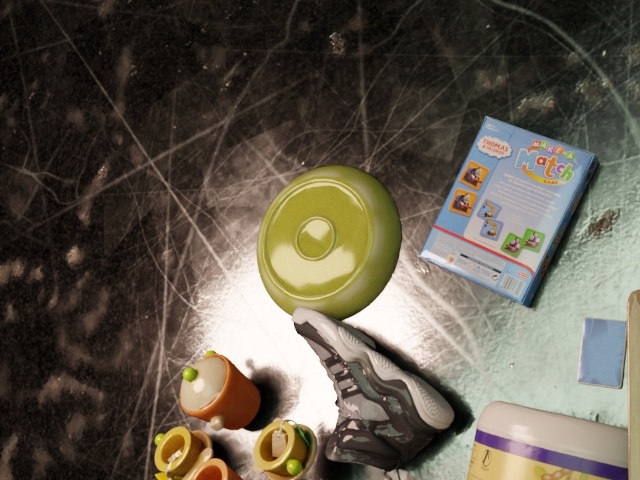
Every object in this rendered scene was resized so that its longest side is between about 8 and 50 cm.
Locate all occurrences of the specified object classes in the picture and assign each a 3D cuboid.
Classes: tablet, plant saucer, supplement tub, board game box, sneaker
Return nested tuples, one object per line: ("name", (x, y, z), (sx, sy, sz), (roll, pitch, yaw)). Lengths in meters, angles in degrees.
("tablet", (0.345, 0.137, 1.068), (0.054, 0.006, 0.083), (4, 78, 30))
("plant saucer", (0.000, 0.000, 1.275), (0.241, 0.037, 0.241), (-7, 75, 27))
("supplement tub", (0.258, 0.355, 0.924), (0.241, 0.241, 0.331), (8, 81, 30))
("board game box", (0.246, -0.041, 1.149), (0.160, 0.039, 0.212), (26, 91, 31))
("sneaker", (0.035, 0.207, 1.163), (0.268, 0.101, 0.153), (35, 93, 28))

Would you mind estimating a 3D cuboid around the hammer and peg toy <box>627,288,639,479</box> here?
("hammer and peg toy", (0.402, 0.114, 0.744), (0.265, 0.127, 0.361), (1, 79, 19))

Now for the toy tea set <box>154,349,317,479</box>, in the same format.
("toy tea set", (-0.128, 0.280, 1.162), (0.200, 0.124, 0.336), (-54, 38, -8))
